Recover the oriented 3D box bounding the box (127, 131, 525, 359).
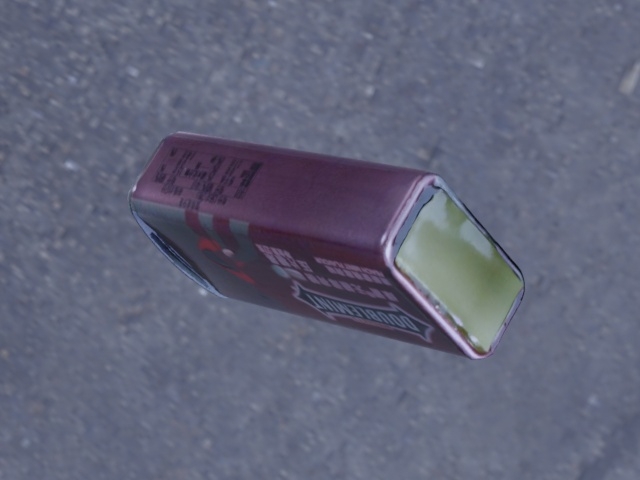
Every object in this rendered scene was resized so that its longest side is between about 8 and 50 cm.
[{"bbox_3d":[0.000,0.000,1.056,0.120,0.224,0.069,47,65,-40],"label":"box"}]
